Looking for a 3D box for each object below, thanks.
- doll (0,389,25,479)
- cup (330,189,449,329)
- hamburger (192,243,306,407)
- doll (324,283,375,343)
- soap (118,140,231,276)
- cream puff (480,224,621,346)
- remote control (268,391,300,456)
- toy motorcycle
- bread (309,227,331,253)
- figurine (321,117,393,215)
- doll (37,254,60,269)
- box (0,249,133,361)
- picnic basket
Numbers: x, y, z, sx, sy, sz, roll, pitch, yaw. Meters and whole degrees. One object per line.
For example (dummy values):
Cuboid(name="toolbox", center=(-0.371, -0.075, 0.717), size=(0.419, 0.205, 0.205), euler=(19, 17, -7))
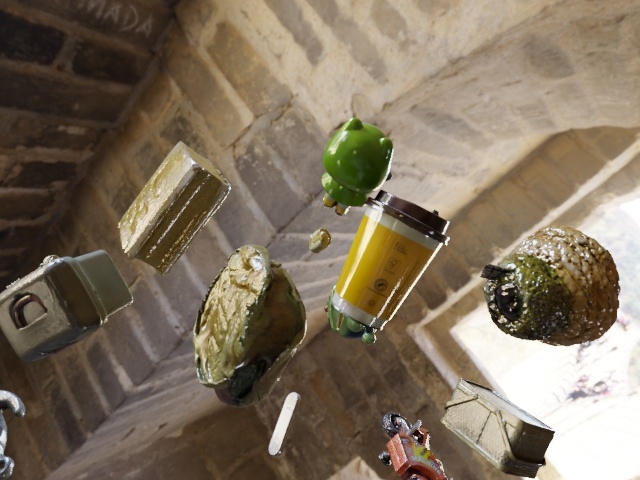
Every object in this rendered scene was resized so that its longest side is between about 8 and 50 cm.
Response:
Cuboid(name="doll", center=(-0.330, 0.169, 0.400), size=(0.195, 0.062, 0.104), euler=(6, 21, 22))
Cuboid(name="cup", center=(0.141, 0.040, 1.008), size=(0.196, 0.279, 0.196), euler=(26, 9, -4))
Cuboid(name="hamburger", center=(-0.137, 0.162, 0.891), size=(0.134, 0.284, 0.265), euler=(27, 19, -29))
Cuboid(name="doll", center=(0.124, 0.221, 1.496), size=(0.186, 0.198, 0.322), euler=(5, -4, -16))
Cuboid(name="soap", center=(-0.431, -0.098, 1.368), size=(0.156, 0.335, 0.293), euler=(36, 7, -31))
Cuboid(name="cream puff", center=(0.314, 0.072, 0.689), size=(0.169, 0.183, 0.183), euler=(-6, 46, -23))
Cuboid(name="remote control", center=(-0.139, 0.715, 1.829), size=(0.022, 0.077, 0.244), euler=(40, 57, -31))
Cuboid(name="toy motorcycle", center=(0.243, 0.563, 1.179), size=(0.171, 0.089, 0.298), euler=(27, 17, -16))
Cuboid(name="bread", center=(0.000, 0.000, 1.067), size=(0.034, 0.088, 0.049), euler=(-2, 74, -22))
Cuboid(name="figurine", center=(0.076, -0.161, 1.094), size=(0.162, 0.263, 0.143), euler=(39, 51, 10))
Cuboid(name="doll", center=(-0.823, 0.186, 1.448), size=(0.177, 0.162, 0.260), euler=(55, 30, -42))
Cuboid(name="box", center=(-0.454, 0.111, 0.827), size=(0.148, 0.210, 0.129), euler=(62, 27, -4))
Cuboid(name="picnic basket", center=(0.475, 0.504, 1.269), size=(0.165, 0.139, 0.267), euler=(25, 0, -29))
